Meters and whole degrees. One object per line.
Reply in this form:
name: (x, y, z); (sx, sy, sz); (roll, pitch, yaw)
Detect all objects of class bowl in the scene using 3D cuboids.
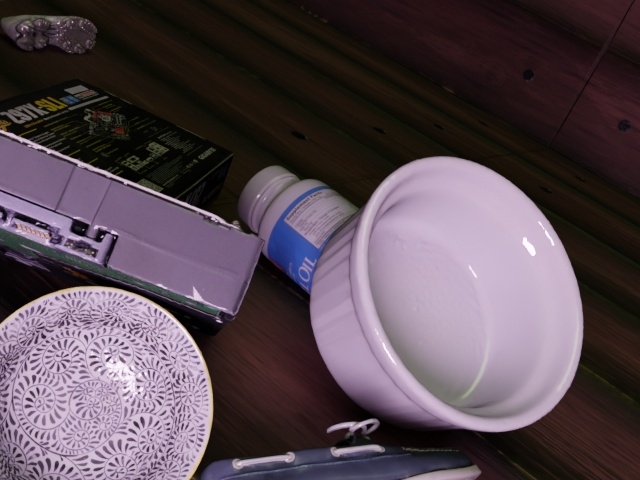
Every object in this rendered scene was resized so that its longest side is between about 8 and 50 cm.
bowl: (-0.171, 0.124, 0.565); (0.170, 0.170, 0.080); (16, -19, -20)

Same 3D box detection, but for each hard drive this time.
hard drive: (-0.178, 0.005, 0.634); (0.236, 0.064, 0.339); (21, -12, -6)

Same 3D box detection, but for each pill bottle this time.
pill bottle: (0.000, 0.000, 0.968); (0.221, 0.124, 0.124); (38, 27, 29)

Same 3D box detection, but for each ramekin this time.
ramekin: (0.123, 0.065, 0.798); (0.277, 0.135, 0.277); (12, 65, -27)

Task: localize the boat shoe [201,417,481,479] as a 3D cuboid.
boat shoe: (0.023, 0.196, 0.628); (0.254, 0.095, 0.079); (-4, 47, -32)

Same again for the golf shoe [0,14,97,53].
golf shoe: (-0.481, -0.378, 1.366); (0.086, 0.069, 0.176); (30, 22, 26)

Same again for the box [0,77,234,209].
box: (-0.278, -0.094, 0.957); (0.257, 0.079, 0.322); (24, 24, 2)

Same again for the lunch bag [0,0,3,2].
lunch bag: (-0.635, -0.398, 1.130); (0.287, 0.169, 0.235); (21, 23, 3)
